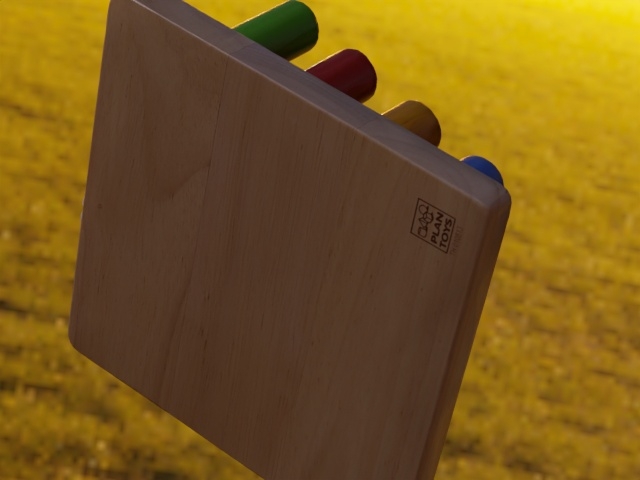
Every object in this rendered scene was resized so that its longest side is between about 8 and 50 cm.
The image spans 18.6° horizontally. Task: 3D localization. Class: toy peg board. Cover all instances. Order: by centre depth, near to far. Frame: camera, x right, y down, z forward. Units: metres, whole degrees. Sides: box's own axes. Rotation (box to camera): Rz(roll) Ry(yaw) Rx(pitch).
[{"bbox_3d":[0.000,0.000,0.707,0.160,0.161,0.079,31,41,24],"label":"toy peg board"}]

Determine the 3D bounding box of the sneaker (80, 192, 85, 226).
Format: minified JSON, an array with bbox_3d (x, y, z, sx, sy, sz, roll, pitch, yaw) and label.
[{"bbox_3d":[-0.103,0.012,1.456,0.083,0.084,0.215,-2,42,-47],"label":"sneaker"}]
